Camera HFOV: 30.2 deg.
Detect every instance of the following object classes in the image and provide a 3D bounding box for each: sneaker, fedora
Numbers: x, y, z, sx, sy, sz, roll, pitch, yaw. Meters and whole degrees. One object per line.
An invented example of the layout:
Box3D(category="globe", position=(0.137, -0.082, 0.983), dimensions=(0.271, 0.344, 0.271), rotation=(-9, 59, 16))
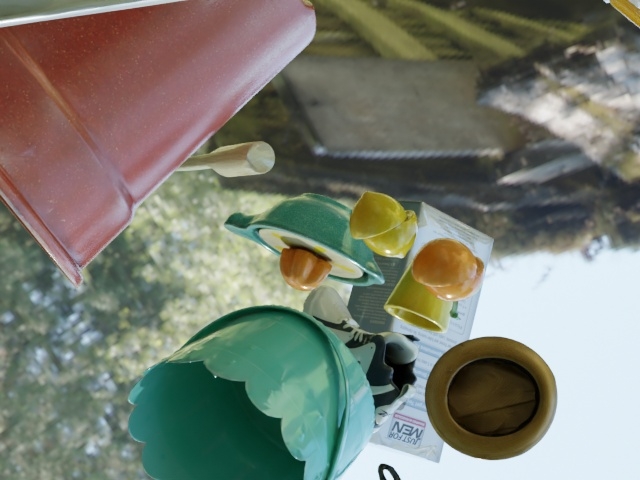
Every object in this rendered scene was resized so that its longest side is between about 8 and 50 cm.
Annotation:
Box3D(category="sneaker", position=(0.068, 0.140, 1.636), dimensions=(0.153, 0.094, 0.235), rotation=(-36, -132, 29))
Box3D(category="fedora", position=(0.249, 0.233, 1.752), dimensions=(0.194, 0.194, 0.079), rotation=(-29, 172, -3))

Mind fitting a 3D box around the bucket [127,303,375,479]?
Box3D(category="bucket", position=(-0.079, 0.223, 1.476), dimensions=(0.281, 0.281, 0.183), rotation=(-8, -160, 39))

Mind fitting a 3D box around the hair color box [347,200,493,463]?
Box3D(category="hair color box", position=(0.136, 0.143, 1.865), dimensions=(0.114, 0.185, 0.374), rotation=(3, -106, 48))

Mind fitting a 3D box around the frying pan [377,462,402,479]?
Box3D(category="frying pan", position=(0.106, 0.410, 1.514), dimensions=(0.197, 0.053, 0.326), rotation=(-15, -151, -33))

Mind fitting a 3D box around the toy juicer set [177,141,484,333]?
Box3D(category="toy juicer set", position=(0.000, 0.000, 1.122), dimensions=(0.089, 0.329, 0.209), rotation=(-66, -173, -13))

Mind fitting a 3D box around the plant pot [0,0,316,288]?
Box3D(category="plant pot", position=(-0.164, -0.151, 0.886), dimensions=(0.265, 0.272, 0.272), rotation=(-39, -155, -11))

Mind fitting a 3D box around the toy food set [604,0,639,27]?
Box3D(category="toy food set", position=(0.163, -0.205, 0.522), dimensions=(0.111, 0.104, 0.232), rotation=(-29, 156, -41))

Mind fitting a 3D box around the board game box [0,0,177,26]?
Box3D(category="board game box", position=(-0.050, -0.278, 0.418), dimensions=(0.390, 0.389, 0.050), rotation=(-10, -179, -5))
